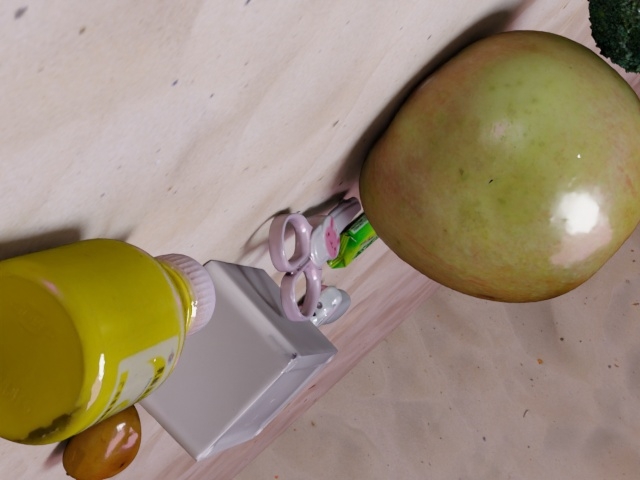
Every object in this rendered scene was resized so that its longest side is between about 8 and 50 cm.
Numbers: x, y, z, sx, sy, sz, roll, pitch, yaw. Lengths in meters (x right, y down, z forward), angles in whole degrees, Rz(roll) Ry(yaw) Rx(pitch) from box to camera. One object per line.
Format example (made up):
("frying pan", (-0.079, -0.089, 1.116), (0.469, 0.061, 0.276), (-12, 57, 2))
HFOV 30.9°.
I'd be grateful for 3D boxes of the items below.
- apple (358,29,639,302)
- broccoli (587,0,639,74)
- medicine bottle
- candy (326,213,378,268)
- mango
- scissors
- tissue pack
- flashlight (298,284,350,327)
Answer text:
("apple", (0.220, -0.074, 1.304), (0.319, 0.277, 0.319), (-44, 171, -9))
("broccoli", (0.426, -0.299, 1.227), (0.297, 0.297, 0.297), (-162, -90, -87))
("medicine bottle", (-0.150, 0.058, 0.812), (0.122, 0.122, 0.212), (-49, 169, 21))
("candy", (0.084, -0.030, 1.621), (0.178, 0.032, 0.102), (-39, 168, -29))
("mango", (-0.240, 0.224, 1.281), (0.114, 0.060, 0.080), (-47, 154, 21))
("scissors", (0.000, 0.000, 1.307), (0.031, 0.118, 0.242), (-5, -162, 21))
("tissue pack", (-0.096, 0.129, 1.261), (0.159, 0.136, 0.246), (-45, 170, 4))
("flashlight", (0.005, 0.104, 1.803), (0.093, 0.047, 0.200), (-46, 172, 9))
